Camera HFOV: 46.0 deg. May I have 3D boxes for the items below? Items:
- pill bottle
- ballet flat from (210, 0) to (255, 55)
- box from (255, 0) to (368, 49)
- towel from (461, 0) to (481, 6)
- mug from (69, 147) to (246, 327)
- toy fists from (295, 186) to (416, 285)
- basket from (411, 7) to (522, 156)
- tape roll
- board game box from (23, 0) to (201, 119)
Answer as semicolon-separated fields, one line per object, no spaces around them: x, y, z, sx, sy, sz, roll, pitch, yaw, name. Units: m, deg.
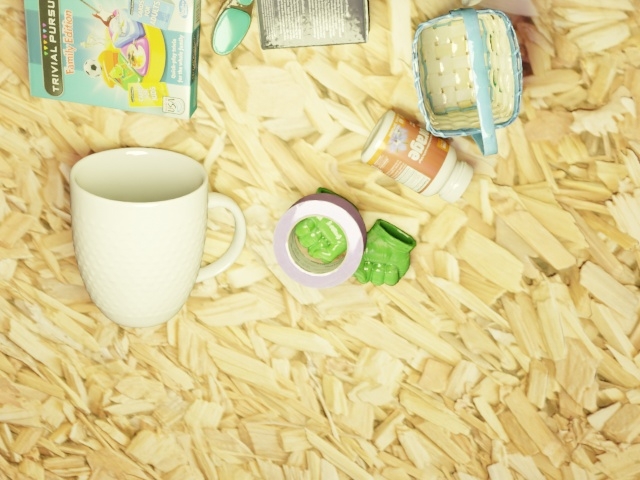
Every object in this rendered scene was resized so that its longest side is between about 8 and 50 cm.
0.202;-0.167;1.556;0.216;0.121;0.121;29;112;-8;pill bottle
-0.163;-0.466;1.489;0.073;0.067;0.206;19;114;-27;ballet flat
-0.010;-0.435;1.442;0.207;0.153;0.108;-3;112;5;box
0.379;-0.563;1.243;0.331;0.317;0.053;-27;67;-9;towel
-0.338;0.000;1.616;0.374;0.276;0.328;-8;122;-25;mug
0.068;0.008;1.656;0.279;0.096;0.142;28;114;-8;toy fists
0.273;-0.312;1.395;0.201;0.289;0.255;-9;113;8;basket
0.000;0.000;1.570;0.189;0.080;0.189;2;106;8;tape roll
-0.416;-0.396;1.518;0.336;0.079;0.254;8;119;1;board game box
